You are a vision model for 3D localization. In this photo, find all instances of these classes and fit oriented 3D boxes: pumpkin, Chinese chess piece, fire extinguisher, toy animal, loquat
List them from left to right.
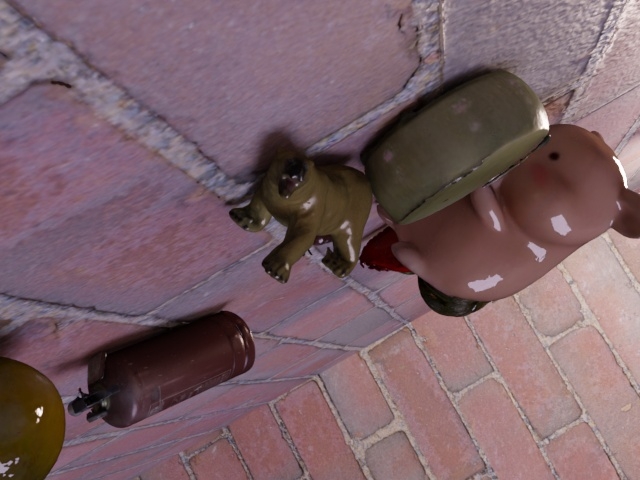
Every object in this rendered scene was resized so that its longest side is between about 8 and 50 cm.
[{"bbox_3d":[-0.308,0.176,0.737,0.152,0.152,0.195,-29,160,-3],"label":"loquat"},{"bbox_3d":[-0.205,0.166,1.030,0.269,0.105,0.105,-17,163,-47],"label":"fire extinguisher"},{"bbox_3d":[-0.010,-0.032,0.726,0.101,0.103,0.219,-53,158,16],"label":"toy animal"},{"bbox_3d":[-0.002,-0.006,0.978,0.046,0.032,0.100,5,-166,40],"label":"fire extinguisher"},{"bbox_3d":[0.133,-0.090,0.812,0.188,0.083,0.188,-31,170,-6],"label":"Chinese chess piece"},{"bbox_3d":[0.290,0.054,1.557,0.224,0.157,0.223,-30,155,-16],"label":"pumpkin"},{"bbox_3d":[0.232,-0.048,0.999,0.213,0.195,0.256,33,119,-32],"label":"toy animal"}]

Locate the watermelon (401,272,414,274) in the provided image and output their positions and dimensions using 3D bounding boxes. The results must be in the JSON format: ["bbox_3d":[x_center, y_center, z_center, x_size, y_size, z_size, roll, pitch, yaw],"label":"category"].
[{"bbox_3d":[0.163,0.023,1.368,0.105,0.062,0.105,-29,163,-10],"label":"watermelon"}]

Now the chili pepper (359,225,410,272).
[{"bbox_3d":[0.233,-0.045,1.165,0.387,0.110,0.110,-29,168,8],"label":"chili pepper"}]
